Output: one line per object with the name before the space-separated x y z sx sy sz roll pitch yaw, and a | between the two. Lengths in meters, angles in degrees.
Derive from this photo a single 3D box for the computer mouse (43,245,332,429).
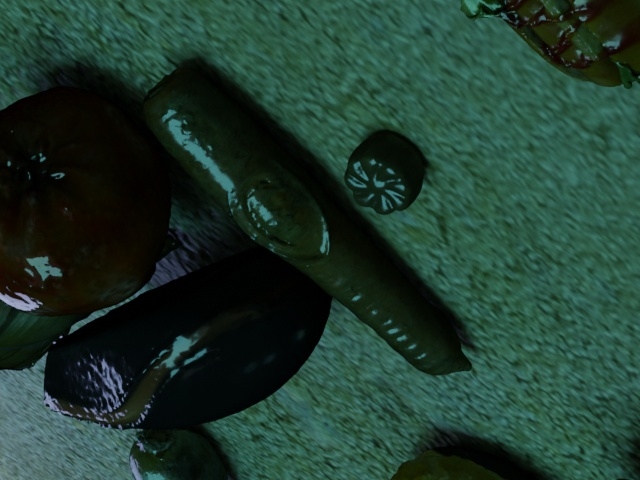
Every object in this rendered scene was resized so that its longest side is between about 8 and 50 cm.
computer mouse | -0.106 0.090 1.582 0.323 0.183 0.116 -20 94 59

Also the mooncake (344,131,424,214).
mooncake | 0.019 -0.134 1.233 0.150 0.057 0.347 -4 143 32

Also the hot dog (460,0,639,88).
hot dog | 0.095 -0.175 1.051 0.104 0.076 0.250 -5 137 51

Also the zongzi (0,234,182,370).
zongzi | -0.299 0.017 1.659 0.286 0.138 0.300 11 161 -39

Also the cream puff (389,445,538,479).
cream puff | 0.127 0.264 1.672 0.189 0.129 0.189 25 154 13

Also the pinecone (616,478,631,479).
pinecone | 0.275 0.268 1.460 0.208 0.208 0.208 26 152 15

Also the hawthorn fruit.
hawthorn fruit | -0.197 -0.017 1.520 0.179 0.179 0.200 24 159 18

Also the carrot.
carrot | -0.001 0.000 1.451 0.342 0.070 0.070 43 151 -22

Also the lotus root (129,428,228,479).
lotus root | -0.138 0.239 1.970 0.088 0.088 0.165 11 155 36
